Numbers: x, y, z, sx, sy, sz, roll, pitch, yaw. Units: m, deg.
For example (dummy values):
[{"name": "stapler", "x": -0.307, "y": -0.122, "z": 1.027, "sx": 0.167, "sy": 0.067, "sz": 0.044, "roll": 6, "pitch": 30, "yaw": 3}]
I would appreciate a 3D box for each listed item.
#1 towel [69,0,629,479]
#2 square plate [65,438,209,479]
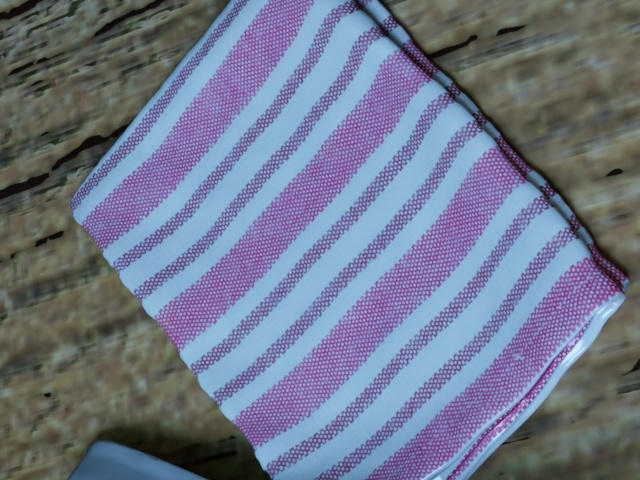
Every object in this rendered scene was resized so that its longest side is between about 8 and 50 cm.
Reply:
[{"name": "towel", "x": 0.000, "y": 0.000, "z": 0.688, "sx": 0.144, "sy": 0.029, "sz": 0.197, "roll": -49, "pitch": 61, "yaw": 18}, {"name": "square plate", "x": -0.029, "y": 0.258, "z": 0.597, "sx": 0.347, "sy": 0.049, "sz": 0.344, "roll": 11, "pitch": 92, "yaw": 54}]
